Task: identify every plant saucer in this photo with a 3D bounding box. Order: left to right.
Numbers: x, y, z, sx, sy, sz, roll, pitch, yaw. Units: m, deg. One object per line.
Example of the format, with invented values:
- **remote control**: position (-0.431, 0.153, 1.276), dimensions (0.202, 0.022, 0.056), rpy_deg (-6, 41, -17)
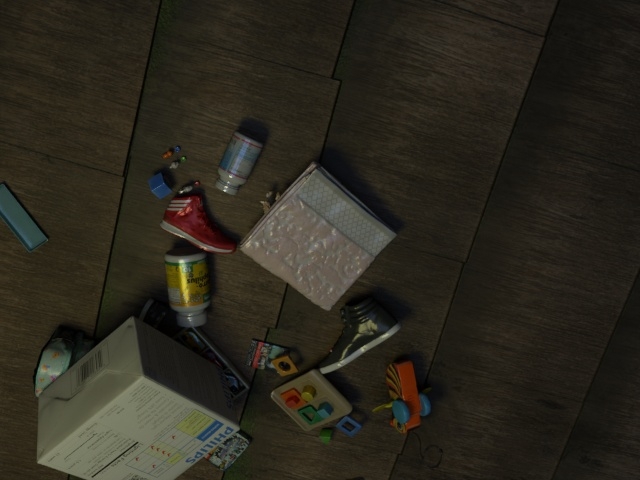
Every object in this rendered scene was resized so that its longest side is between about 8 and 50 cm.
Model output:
- **plant saucer**: position (-0.840, -0.062, 1.600), dimensions (0.067, 0.018, 0.192), rpy_deg (-32, 102, 6)

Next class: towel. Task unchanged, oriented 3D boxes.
- **towel**: position (0.000, 0.000, 1.590), dimensions (0.332, 0.053, 0.317), rpy_deg (38, 101, -22)

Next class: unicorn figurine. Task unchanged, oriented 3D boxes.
- **unicorn figurine**: position (-0.083, -0.093, 1.596), dimensions (0.162, 0.060, 0.111), rpy_deg (-11, 113, -7)

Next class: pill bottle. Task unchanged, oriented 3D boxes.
- **pill bottle**: position (-0.367, 0.130, 1.612), dimensions (0.117, 0.117, 0.208), rpy_deg (-2, 103, -1)
- **pill bottle**: position (-0.222, -0.207, 1.549), dimensions (0.087, 0.087, 0.160), rpy_deg (26, 102, -8)

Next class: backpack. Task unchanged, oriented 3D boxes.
- **backpack**: position (-0.720, 0.354, 1.619), dimensions (0.144, 0.188, 0.166), rpy_deg (15, 102, -5)

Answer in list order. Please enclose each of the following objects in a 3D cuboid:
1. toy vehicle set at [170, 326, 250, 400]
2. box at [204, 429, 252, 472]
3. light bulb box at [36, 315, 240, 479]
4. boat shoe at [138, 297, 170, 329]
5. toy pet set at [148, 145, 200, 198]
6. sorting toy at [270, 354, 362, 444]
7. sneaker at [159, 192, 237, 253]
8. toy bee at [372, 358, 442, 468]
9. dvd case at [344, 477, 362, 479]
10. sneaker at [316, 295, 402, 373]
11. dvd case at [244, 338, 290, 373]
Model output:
- **toy vehicle set**: position (-0.358, 0.386, 1.717), dimensions (0.166, 0.035, 0.267), rpy_deg (-38, 102, 7)
- **box**: position (-0.290, 0.640, 1.786), dimensions (0.094, 0.027, 0.137), rpy_deg (38, 100, -9)
- **light bulb box**: position (-0.476, 0.452, 1.527), dimensions (0.358, 0.225, 0.361), rpy_deg (-39, 131, 7)
- **boat shoe**: position (-0.506, 0.281, 1.663), dimensions (0.068, 0.081, 0.228), rpy_deg (24, 99, -3)
- **toy pet set**: position (-0.407, -0.174, 1.562), dimensions (0.114, 0.065, 0.122), rpy_deg (-28, 103, 5)
- **sorting toy**: position (-0.033, 0.485, 1.716), dimensions (0.196, 0.047, 0.348), rpy_deg (-36, 103, 31)
- **sneaker**: position (-0.320, -0.053, 1.586), dimensions (0.221, 0.087, 0.128), rpy_deg (21, 104, -8)
- **toy bee**: position (0.241, 0.508, 1.719), dimensions (0.195, 0.162, 0.298), rpy_deg (11, 72, -20)
- **dvd case**: position (0.071, 0.875, 1.862), dimensions (0.164, 0.018, 0.221), rpy_deg (-11, 105, 2)
- **sneaker**: position (0.080, 0.268, 1.680), dimensions (0.295, 0.104, 0.147), rpy_deg (-37, 84, 18)
- **dvd case**: position (-0.158, 0.348, 1.726), dimensions (0.119, 0.013, 0.087), rpy_deg (15, 103, -4)
